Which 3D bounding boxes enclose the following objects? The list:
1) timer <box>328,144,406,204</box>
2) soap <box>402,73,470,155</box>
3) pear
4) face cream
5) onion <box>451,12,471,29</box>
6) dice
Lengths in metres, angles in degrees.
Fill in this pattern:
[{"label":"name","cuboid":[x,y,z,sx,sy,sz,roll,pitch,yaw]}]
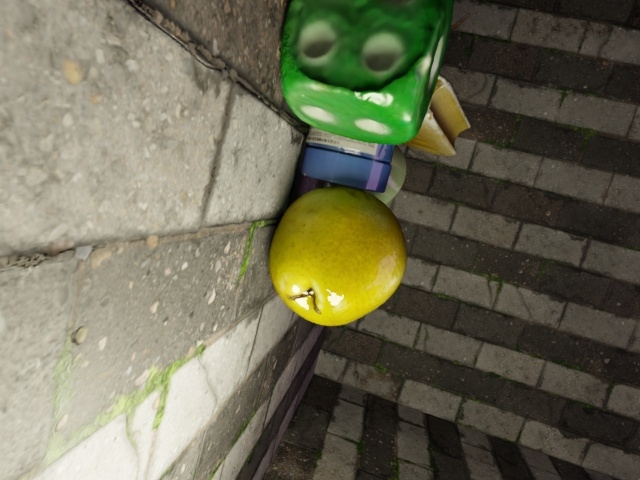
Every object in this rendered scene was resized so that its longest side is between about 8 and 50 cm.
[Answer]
[{"label":"timer","cuboid":[0.115,-0.282,1.399,0.315,0.290,0.291,25,81,-57]},{"label":"soap","cuboid":[0.290,-0.410,1.275,0.335,0.293,0.156,17,101,-60]},{"label":"pear","cuboid":[0.047,0.031,1.066,0.418,0.362,0.363,-59,162,-54]},{"label":"face cream","cuboid":[0.085,-0.265,1.110,0.249,0.248,0.225,-39,143,-75]},{"label":"onion","cuboid":[0.380,-0.892,1.690,0.358,0.345,0.359,-33,148,-24]},{"label":"dice","cuboid":[0.094,-0.384,0.833,0.287,0.299,0.298,6,102,-78]}]
